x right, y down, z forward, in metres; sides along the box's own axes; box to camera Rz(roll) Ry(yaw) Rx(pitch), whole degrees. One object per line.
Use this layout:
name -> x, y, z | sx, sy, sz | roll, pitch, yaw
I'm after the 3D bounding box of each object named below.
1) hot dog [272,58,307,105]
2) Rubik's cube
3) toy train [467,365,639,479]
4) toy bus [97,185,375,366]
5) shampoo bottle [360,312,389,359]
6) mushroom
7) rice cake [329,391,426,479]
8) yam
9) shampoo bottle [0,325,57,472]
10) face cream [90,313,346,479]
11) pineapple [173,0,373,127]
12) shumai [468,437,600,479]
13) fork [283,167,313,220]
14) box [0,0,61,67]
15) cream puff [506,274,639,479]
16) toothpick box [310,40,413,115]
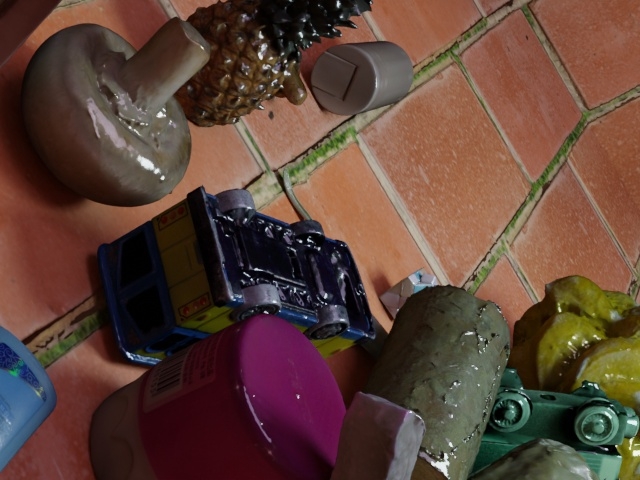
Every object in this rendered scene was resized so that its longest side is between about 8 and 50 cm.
hot dog -> -0.063, -0.253, 1.981 | 0.090, 0.060, 0.140 | 23, 48, -46
Rubik's cube -> 0.138, 0.086, 1.990 | 0.075, 0.084, 0.073 | -29, 86, -48
toy train -> 0.302, 0.266, 1.896 | 0.269, 0.154, 0.115 | 8, 15, -10
toy bus -> -0.084, 0.059, 1.500 | 0.287, 0.175, 0.138 | 21, 47, -54
shampoo bottle -> 0.046, 0.105, 1.845 | 0.191, 0.041, 0.069 | 48, 27, -27
mushroom -> -0.199, -0.150, 1.456 | 0.207, 0.215, 0.207 | 42, 25, -25
rice cake -> 0.018, 0.326, 1.290 | 0.070, 0.399, 0.064 | 26, 20, 33
yam -> 0.133, 0.202, 1.732 | 0.168, 0.168, 0.304 | 52, 39, -19
shampoo bottle -> -0.304, 0.168, 1.121 | 0.104, 0.061, 0.258 | 54, 27, -13
face cream -> -0.097, 0.184, 1.330 | 0.175, 0.195, 0.175 | 40, 34, -35
pineapple -> -0.062, -0.254, 1.739 | 0.158, 0.278, 0.158 | 45, 31, -37
shumai -> 0.325, 0.410, 1.692 | 0.292, 0.288, 0.330 | 51, 53, -33
fork -> 0.005, -0.003, 1.891 | 0.219, 0.028, 0.034 | 62, 29, 1
box -> -0.308, -0.236, 1.347 | 0.086, 0.215, 0.215 | 41, 31, -14
cream puff -> 0.405, 0.239, 2.116 | 0.275, 0.378, 0.378 | -20, 79, -22
toothpick box -> 0.068, -0.256, 2.164 | 0.111, 0.111, 0.180 | 62, 25, 2
